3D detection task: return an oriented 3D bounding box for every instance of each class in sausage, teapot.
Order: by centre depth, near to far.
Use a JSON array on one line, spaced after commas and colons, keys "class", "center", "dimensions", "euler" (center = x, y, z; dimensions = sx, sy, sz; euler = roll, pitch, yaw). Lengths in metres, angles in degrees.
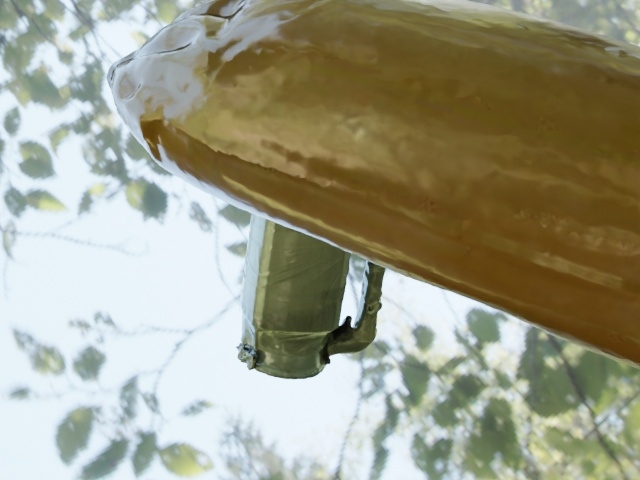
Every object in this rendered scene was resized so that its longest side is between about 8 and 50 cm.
[{"class": "sausage", "center": [0.083, -0.027, 0.475], "dimensions": [0.354, 0.134, 0.116], "euler": [19, -51, 4]}, {"class": "teapot", "center": [0.000, 0.000, 0.901], "dimensions": [0.107, 0.077, 0.200], "euler": [3, -67, -15]}]
